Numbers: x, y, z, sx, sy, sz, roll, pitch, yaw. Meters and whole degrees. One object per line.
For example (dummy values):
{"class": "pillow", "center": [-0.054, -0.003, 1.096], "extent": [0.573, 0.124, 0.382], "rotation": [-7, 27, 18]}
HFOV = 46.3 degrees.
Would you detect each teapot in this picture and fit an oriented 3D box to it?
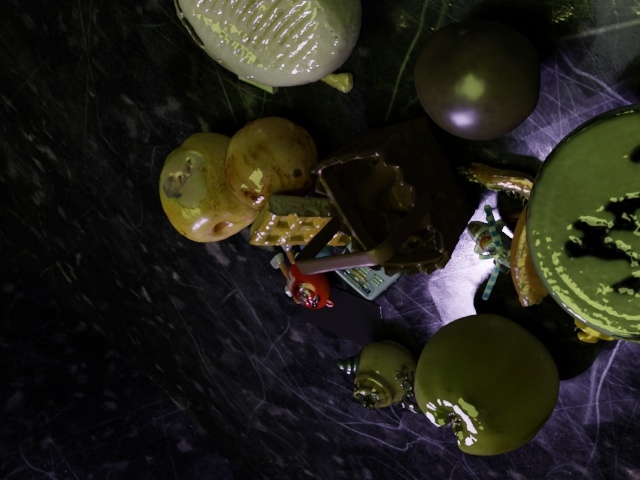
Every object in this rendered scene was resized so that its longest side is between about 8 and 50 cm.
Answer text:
{"class": "teapot", "center": [0.166, 0.367, 1.932], "extent": [0.269, 0.182, 0.173], "rotation": [31, 142, 16]}

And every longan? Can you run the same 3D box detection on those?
{"class": "longan", "center": [0.252, -0.255, 1.186], "extent": [0.212, 0.198, 0.198], "rotation": [-7, 119, 53]}

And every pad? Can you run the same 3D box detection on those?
{"class": "pad", "center": [0.054, 0.199, 2.048], "extent": [0.300, 0.005, 0.202], "rotation": [21, 139, 34]}

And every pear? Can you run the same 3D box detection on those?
{"class": "pear", "center": [-0.271, -0.134, 1.843], "extent": [0.271, 0.271, 0.271], "rotation": [29, 143, 25]}

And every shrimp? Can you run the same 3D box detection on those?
{"class": "shrimp", "center": [0.341, -0.089, 1.401], "extent": [0.178, 0.034, 0.124], "rotation": [16, 143, 35]}

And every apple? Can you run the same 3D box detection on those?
{"class": "apple", "center": [0.364, 0.303, 1.575], "extent": [0.295, 0.258, 0.233], "rotation": [53, 144, -7]}

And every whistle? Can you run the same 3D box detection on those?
{"class": "whistle", "center": [0.000, 0.000, 1.847], "extent": [0.090, 0.090, 0.158], "rotation": [30, 104, 24]}

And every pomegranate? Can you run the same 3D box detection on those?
{"class": "pomegranate", "center": [-0.111, -0.176, 1.676], "extent": [0.215, 0.215, 0.215], "rotation": [29, 143, 25]}

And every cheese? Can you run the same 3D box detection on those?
{"class": "cheese", "center": [0.028, -0.329, 1.500], "extent": [0.083, 0.030, 0.044], "rotation": [35, 124, 25]}

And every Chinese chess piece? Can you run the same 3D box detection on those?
{"class": "Chinese chess piece", "center": [0.472, -0.024, 1.077], "extent": [0.349, 0.146, 0.349], "rotation": [3, 95, 31]}

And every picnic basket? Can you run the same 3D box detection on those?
{"class": "picnic basket", "center": [0.115, -0.050, 1.439], "extent": [0.254, 0.321, 0.291], "rotation": [-9, 121, 48]}

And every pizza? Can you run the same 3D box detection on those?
{"class": "pizza", "center": [0.407, -0.003, 1.329], "extent": [0.056, 0.134, 0.271], "rotation": [-115, 20, -63]}

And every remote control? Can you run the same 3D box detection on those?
{"class": "remote control", "center": [0.111, 0.060, 1.725], "extent": [0.140, 0.056, 0.296], "rotation": [40, 163, 3]}

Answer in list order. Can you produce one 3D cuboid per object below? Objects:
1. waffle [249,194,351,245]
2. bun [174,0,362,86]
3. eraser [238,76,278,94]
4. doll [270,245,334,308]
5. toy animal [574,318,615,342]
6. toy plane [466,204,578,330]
{"class": "waffle", "center": [-0.015, -0.041, 1.679], "extent": [0.168, 0.274, 0.057], "rotation": [129, 137, -59]}
{"class": "bun", "center": [-0.086, -0.451, 1.345], "extent": [0.360, 0.211, 0.359], "rotation": [22, 144, 17]}
{"class": "eraser", "center": [-0.141, -0.400, 1.621], "extent": [0.104, 0.023, 0.150], "rotation": [28, 142, 25]}
{"class": "doll", "center": [-0.050, 0.107, 1.994], "extent": [0.217, 0.085, 0.183], "rotation": [50, 145, 14]}
{"class": "toy animal", "center": [0.509, 0.090, 1.290], "extent": [0.156, 0.156, 0.229], "rotation": [32, 147, 22]}
{"class": "toy plane", "center": [0.403, 0.043, 1.435], "extent": [0.273, 0.107, 0.182], "rotation": [18, 113, 3]}
